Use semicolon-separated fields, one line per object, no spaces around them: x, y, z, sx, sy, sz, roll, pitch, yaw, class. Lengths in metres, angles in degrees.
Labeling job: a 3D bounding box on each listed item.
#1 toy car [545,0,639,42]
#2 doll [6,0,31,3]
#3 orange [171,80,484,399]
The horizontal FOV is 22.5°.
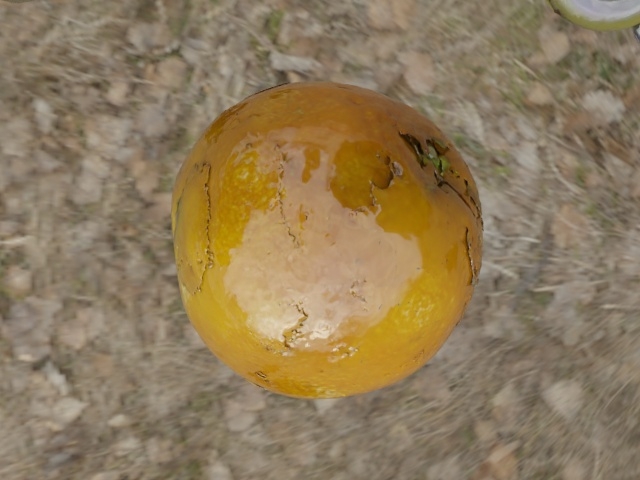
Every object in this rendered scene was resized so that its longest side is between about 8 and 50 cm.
0.262;-0.213;1.001;0.226;0.242;0.336;-36;120;23;toy car
-0.400;-0.106;1.098;0.378;0.252;0.382;22;77;30;doll
0.000;0.000;1.219;0.246;0.246;0.246;0;89;15;orange
